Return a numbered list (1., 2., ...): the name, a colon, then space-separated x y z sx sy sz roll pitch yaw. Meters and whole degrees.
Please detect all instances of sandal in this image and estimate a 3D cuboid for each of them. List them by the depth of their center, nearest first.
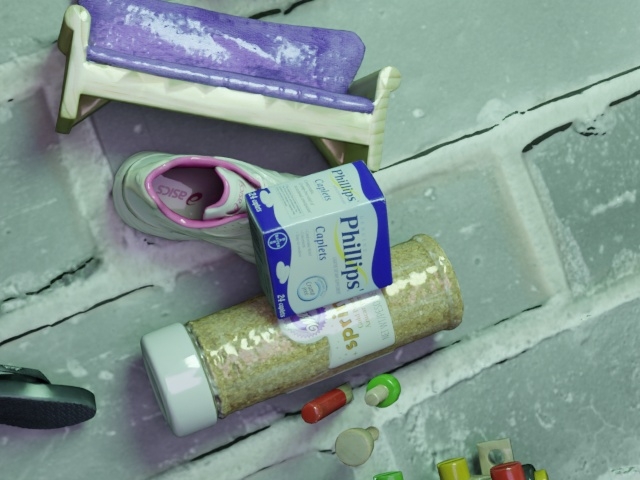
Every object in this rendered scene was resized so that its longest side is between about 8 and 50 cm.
1. sandal: -0.364 0.155 1.257 0.254 0.097 0.055 9 61 -15

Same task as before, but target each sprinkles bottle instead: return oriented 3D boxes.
1. sprinkles bottle: -0.019 0.103 1.328 0.355 0.121 0.121 -20 94 -14

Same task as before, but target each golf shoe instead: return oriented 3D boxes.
1. golf shoe: -0.074 -0.032 1.306 0.306 0.140 0.115 8 86 -16

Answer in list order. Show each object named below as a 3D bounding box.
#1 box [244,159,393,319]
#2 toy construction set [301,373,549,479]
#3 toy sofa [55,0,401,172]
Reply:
1. box: 0.000 0.000 1.253 0.137 0.072 0.126 -17 131 -11
2. toy construction set: 0.125 0.280 1.354 0.257 0.237 0.309 -40 81 18
3. toy sofa: -0.105 -0.183 1.294 0.362 0.150 0.177 9 88 -14
